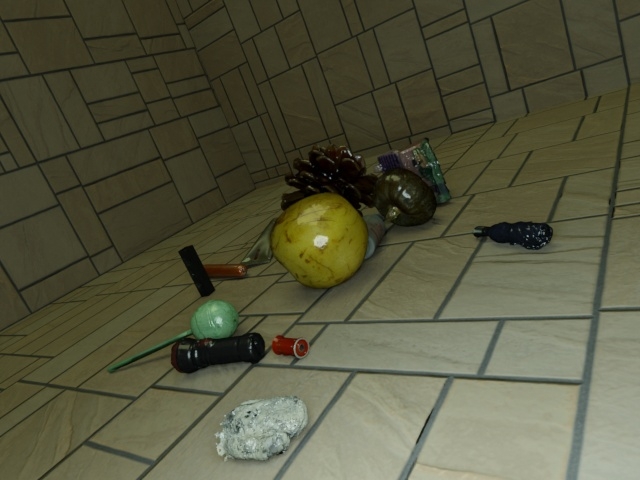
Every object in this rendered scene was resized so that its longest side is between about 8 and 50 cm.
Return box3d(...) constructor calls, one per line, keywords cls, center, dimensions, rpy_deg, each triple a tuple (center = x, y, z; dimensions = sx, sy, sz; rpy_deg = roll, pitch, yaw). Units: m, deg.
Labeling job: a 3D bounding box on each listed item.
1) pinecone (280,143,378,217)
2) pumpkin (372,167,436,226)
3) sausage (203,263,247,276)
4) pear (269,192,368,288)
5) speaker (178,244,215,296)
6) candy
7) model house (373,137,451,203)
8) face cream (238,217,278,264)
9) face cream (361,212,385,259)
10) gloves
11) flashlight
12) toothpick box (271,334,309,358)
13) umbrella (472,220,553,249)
box3d(cls="pinecone", center=(0.017, -0.139, 1.708), dimensions=(0.385, 0.384, 0.384), rpy_deg=(-20, 16, 6))
box3d(cls="pumpkin", center=(0.263, -0.132, 1.545), dimensions=(0.162, 0.219, 0.219), rpy_deg=(-52, 27, -20))
box3d(cls="sausage", center=(-0.392, 0.120, 1.844), dimensions=(0.348, 0.053, 0.053), rpy_deg=(-4, 24, 47))
box3d(cls="pear", center=(0.000, 0.000, 1.327), dimensions=(0.281, 0.280, 0.280), rpy_deg=(-20, 16, 6))
box3d(cls="speaker", center=(-0.447, 0.111, 1.690), dimensions=(0.040, 0.191, 0.046), rpy_deg=(-14, 18, 30))
box3d(cls="candy", center=(-0.422, 0.283, 1.291), dimensions=(0.440, 0.119, 0.119), rpy_deg=(-25, 14, 14))
box3d(cls="model house", center=(0.327, -0.226, 1.723), dimensions=(0.238, 0.236, 0.202), rpy_deg=(-21, 20, 15))
box3d(cls="face cream", center=(-0.225, 0.012, 1.962), dimensions=(0.138, 0.084, 0.341), rpy_deg=(-6, 27, 18))
box3d(cls="face cream", center=(0.160, -0.031, 1.529), dimensions=(0.101, 0.101, 0.251), rpy_deg=(-13, 17, 28))
box3d(cls="gloves", center=(-0.096, 0.310, 0.777), dimensions=(0.153, 0.070, 0.114), rpy_deg=(-15, 17, 17))
box3d(cls="flashlight", center=(-0.244, 0.263, 1.110), dimensions=(0.232, 0.092, 0.093), rpy_deg=(-14, 17, 24))
box3d(cls="toothpick box", center=(-0.068, 0.236, 1.037), dimensions=(0.083, 0.047, 0.047), rpy_deg=(-6, 22, 46))
box3d(cls="umbrella", center=(0.461, -0.014, 1.156), dimensions=(0.071, 0.070, 0.248), rpy_deg=(-28, 13, -22))
